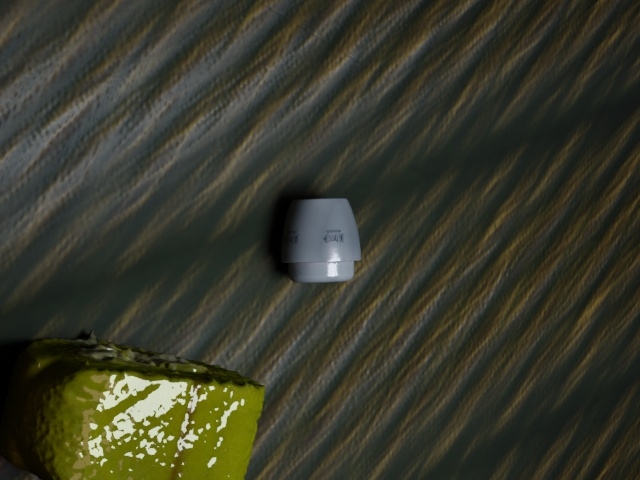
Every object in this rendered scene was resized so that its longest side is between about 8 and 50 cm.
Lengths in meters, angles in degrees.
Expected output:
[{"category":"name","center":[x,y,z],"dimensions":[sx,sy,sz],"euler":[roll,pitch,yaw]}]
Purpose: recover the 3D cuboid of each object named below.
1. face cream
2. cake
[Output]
[{"category":"face cream","center":[0.000,0.000,1.628],"dimensions":[0.091,0.091,0.095],"euler":[-2,91,-39]},{"category":"cake","center":[-0.197,0.179,1.441],"dimensions":[0.261,0.179,0.156],"euler":[14,88,-36]}]
